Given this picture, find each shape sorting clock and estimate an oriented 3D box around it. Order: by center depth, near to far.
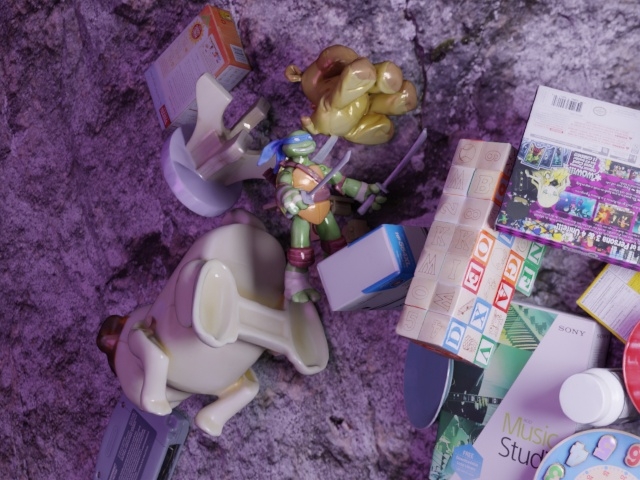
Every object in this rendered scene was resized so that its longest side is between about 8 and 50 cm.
[{"bbox_3d":[0.387,0.357,1.351,0.206,0.040,0.206,0,89,22],"label":"shape sorting clock"}]

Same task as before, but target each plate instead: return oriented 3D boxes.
[{"bbox_3d":[0.173,0.205,1.578,0.188,0.024,0.188,-170,90,-75],"label":"plate"}]

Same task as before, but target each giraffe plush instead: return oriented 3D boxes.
[{"bbox_3d":[0.035,-0.256,1.710,0.210,0.181,0.170,-37,48,15],"label":"giraffe plush"}]

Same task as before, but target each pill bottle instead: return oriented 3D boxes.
[{"bbox_3d":[0.383,0.209,1.345,0.078,0.137,0.078,-6,82,43],"label":"pill bottle"}]

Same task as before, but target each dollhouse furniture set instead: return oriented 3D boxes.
[{"bbox_3d":[0.000,0.000,1.737,0.144,0.123,0.151,-17,74,41],"label":"dollhouse furniture set"}]

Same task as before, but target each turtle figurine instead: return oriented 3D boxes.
[{"bbox_3d":[0.022,-0.039,1.598,0.275,0.198,0.266,1,105,17],"label":"turtle figurine"}]

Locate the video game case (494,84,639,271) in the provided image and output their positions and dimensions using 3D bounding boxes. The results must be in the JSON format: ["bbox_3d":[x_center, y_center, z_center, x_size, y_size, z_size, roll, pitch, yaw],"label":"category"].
[{"bbox_3d":[0.373,-0.081,1.341,0.232,0.042,0.210,16,79,12],"label":"video game case"}]

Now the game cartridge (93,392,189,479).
[{"bbox_3d":[-0.385,0.453,2.103,0.198,0.062,0.297,35,109,44],"label":"game cartridge"}]

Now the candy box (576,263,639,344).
[{"bbox_3d":[0.449,0.038,1.353,0.206,0.027,0.105,-53,51,12],"label":"candy box"}]

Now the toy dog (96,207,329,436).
[{"bbox_3d":[-0.245,0.161,1.851,0.408,0.284,0.395,-37,54,35],"label":"toy dog"}]

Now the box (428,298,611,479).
[{"bbox_3d":[0.288,0.251,1.485,0.232,0.058,0.322,12,92,43],"label":"box"}]

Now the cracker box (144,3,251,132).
[{"bbox_3d":[-0.255,-0.345,2.053,0.232,0.067,0.155,-37,61,33],"label":"cracker box"}]

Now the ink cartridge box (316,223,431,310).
[{"bbox_3d":[0.121,0.045,1.566,0.148,0.203,0.086,-33,66,36],"label":"ink cartridge box"}]

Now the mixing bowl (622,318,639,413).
[{"bbox_3d":[0.491,0.163,1.275,0.181,0.098,0.181,-5,83,44],"label":"mixing bowl"}]

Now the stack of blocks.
[{"bbox_3d":[0.231,0.026,1.436,0.087,0.171,0.297,12,78,44],"label":"stack of blocks"}]

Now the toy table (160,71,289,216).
[{"bbox_3d":[-0.176,-0.173,1.860,0.161,0.252,0.274,-39,28,23],"label":"toy table"}]
